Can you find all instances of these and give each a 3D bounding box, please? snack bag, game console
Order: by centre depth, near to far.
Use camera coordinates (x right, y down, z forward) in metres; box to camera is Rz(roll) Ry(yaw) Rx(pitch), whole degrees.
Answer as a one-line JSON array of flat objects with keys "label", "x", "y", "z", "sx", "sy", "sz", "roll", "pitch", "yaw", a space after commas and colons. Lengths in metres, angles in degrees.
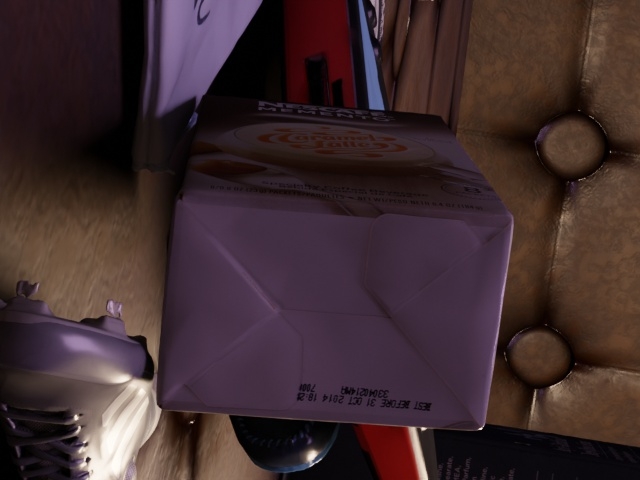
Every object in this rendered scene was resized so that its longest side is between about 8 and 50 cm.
[{"label": "snack bag", "x": -0.048, "y": -0.254, "z": 0.839, "sx": 0.323, "sy": 0.037, "sz": 0.342, "roll": -69, "pitch": 168, "yaw": -54}, {"label": "game console", "x": 0.039, "y": -0.015, "z": 1.097, "sx": 0.342, "sy": 0.060, "sz": 0.386, "roll": 69, "pitch": 13, "yaw": -45}]

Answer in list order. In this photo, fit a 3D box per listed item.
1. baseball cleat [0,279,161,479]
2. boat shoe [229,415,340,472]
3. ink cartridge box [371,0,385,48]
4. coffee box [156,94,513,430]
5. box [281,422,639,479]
[{"label": "baseball cleat", "x": -0.107, "y": 0.089, "z": 0.659, "sx": 0.206, "sy": 0.072, "sz": 0.109, "roll": 67, "pitch": 32, "yaw": -73}, {"label": "boat shoe", "x": -0.035, "y": 0.039, "z": 1.081, "sx": 0.089, "sy": 0.109, "sz": 0.258, "roll": 78, "pitch": 5, "yaw": -49}, {"label": "ink cartridge box", "x": 0.032, "y": -0.175, "z": 1.426, "sx": 0.208, "sy": 0.045, "sz": 0.206, "roll": -68, "pitch": 164, "yaw": -63}, {"label": "coffee box", "x": 0.000, "y": 0.000, "z": 0.735, "sx": 0.246, "sy": 0.141, "sz": 0.098, "roll": -103, "pitch": -162, "yaw": -76}, {"label": "box", "x": 0.167, "y": 0.305, "z": 1.615, "sx": 0.293, "sy": 0.395, "sz": 0.212, "roll": 26, "pitch": 72, "yaw": -82}]
